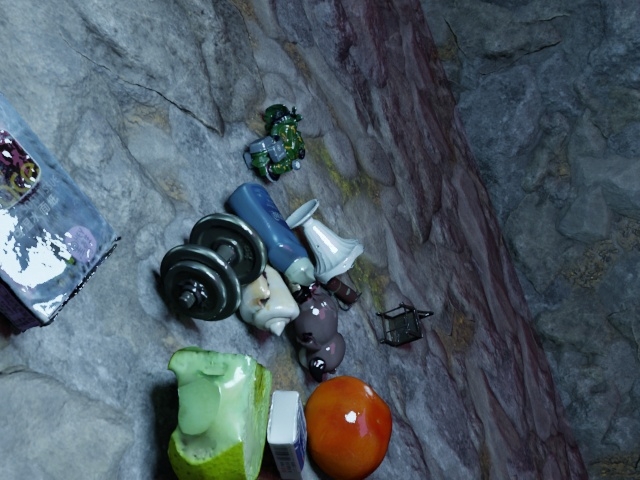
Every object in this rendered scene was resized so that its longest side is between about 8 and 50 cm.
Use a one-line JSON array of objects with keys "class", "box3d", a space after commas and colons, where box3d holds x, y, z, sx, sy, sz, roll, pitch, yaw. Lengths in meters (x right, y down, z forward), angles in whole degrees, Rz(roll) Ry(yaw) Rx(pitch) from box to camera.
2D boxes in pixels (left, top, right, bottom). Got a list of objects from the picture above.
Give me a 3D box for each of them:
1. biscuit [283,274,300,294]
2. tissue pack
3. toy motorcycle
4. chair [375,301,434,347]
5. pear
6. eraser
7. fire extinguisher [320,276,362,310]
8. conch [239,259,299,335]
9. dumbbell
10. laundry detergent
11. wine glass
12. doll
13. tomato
[{"class": "biscuit", "box3d": [-0.086, 0.050, 2.000, 0.061, 0.055, 0.219, -2, 72, -69]}, {"class": "tissue pack", "box3d": [-0.543, -0.053, 1.292, 0.361, 0.122, 0.259, 56, 35, -22]}, {"class": "toy motorcycle", "box3d": [-0.119, -0.277, 2.102, 0.187, 0.124, 0.275, 67, 29, -18]}, {"class": "chair", "box3d": [0.281, 0.273, 2.377, 0.229, 0.106, 0.113, 22, 52, -49]}, {"class": "pear", "box3d": [-0.207, 0.365, 1.484, 0.286, 0.176, 0.282, 67, 23, -71]}, {"class": "eraser", "box3d": [-0.069, 0.438, 1.673, 0.210, 0.068, 0.125, 83, 8, -52]}, {"class": "fire extinguisher", "box3d": [0.061, 0.154, 2.177, 0.157, 0.045, 0.078, 37, 70, -42]}, {"class": "conch", "box3d": [-0.152, 0.127, 1.816, 0.158, 0.127, 0.255, 27, 23, -47]}, {"class": "dumbbell", "box3d": [-0.231, 0.056, 1.638, 0.192, 0.192, 0.290, 57, 34, -17]}, {"class": "laundry detergent", "box3d": [-0.110, -0.011, 1.866, 0.290, 0.094, 0.143, 52, 9, 19]}, {"class": "wine glass", "box3d": [0.000, 0.000, 2.082, 0.196, 0.165, 0.165, 48, 35, -16]}, {"class": "doll", "box3d": [-0.007, 0.230, 1.901, 0.182, 0.117, 0.257, -51, 135, -53]}, {"class": "tomato", "box3d": [0.074, 0.462, 1.860, 0.260, 0.180, 0.260, 33, 45, -40]}]
